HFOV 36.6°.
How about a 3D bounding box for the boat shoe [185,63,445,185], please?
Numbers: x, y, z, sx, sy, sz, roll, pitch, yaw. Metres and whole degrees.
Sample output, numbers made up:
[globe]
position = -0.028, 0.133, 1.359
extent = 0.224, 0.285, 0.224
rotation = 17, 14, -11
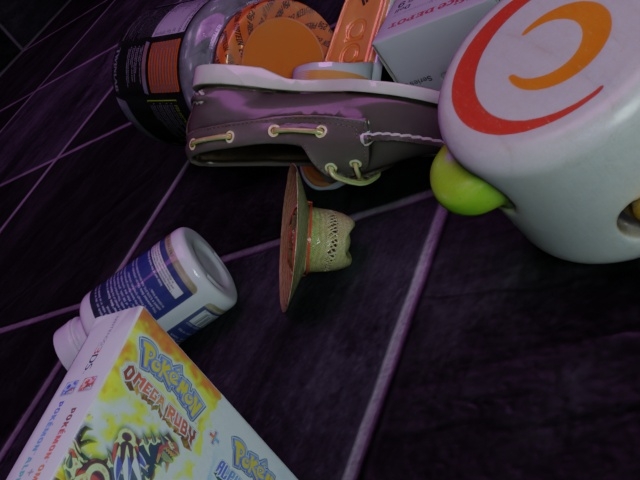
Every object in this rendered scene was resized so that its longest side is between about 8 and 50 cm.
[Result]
[boat shoe]
position = 0.013, -0.101, 0.915
extent = 0.324, 0.116, 0.096
rotation = 10, 86, 25

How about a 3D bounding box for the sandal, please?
[sandal]
position = 0.012, -0.183, 1.034
extent = 0.102, 0.076, 0.265
rotation = -3, 69, 44

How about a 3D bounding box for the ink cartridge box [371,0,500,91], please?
[ink cartridge box]
position = 0.167, -0.254, 1.019
extent = 0.154, 0.093, 0.212
rotation = -13, 38, 40

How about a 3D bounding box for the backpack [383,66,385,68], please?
[backpack]
position = 0.081, -0.250, 1.128
extent = 0.105, 0.084, 0.114
rotation = -10, 43, 43

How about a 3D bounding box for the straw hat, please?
[straw hat]
position = 0.000, 0.000, 0.866
extent = 0.061, 0.144, 0.144
rotation = 3, 29, -7

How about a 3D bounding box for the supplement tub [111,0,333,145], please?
[supplement tub]
position = -0.119, -0.208, 1.198
extent = 0.193, 0.193, 0.316
rotation = -48, 29, -17

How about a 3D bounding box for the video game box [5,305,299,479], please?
[video game box]
position = -0.091, 0.174, 0.561
extent = 0.048, 0.205, 0.187
rotation = -18, 34, 29

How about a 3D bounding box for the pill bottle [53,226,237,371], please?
[pill bottle]
position = -0.174, 0.070, 0.948
extent = 0.169, 0.094, 0.094
rotation = -35, 27, 9

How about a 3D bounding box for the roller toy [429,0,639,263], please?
[roller toy]
position = 0.195, -0.087, 0.665
extent = 0.209, 0.146, 0.191
rotation = -5, 53, 45
